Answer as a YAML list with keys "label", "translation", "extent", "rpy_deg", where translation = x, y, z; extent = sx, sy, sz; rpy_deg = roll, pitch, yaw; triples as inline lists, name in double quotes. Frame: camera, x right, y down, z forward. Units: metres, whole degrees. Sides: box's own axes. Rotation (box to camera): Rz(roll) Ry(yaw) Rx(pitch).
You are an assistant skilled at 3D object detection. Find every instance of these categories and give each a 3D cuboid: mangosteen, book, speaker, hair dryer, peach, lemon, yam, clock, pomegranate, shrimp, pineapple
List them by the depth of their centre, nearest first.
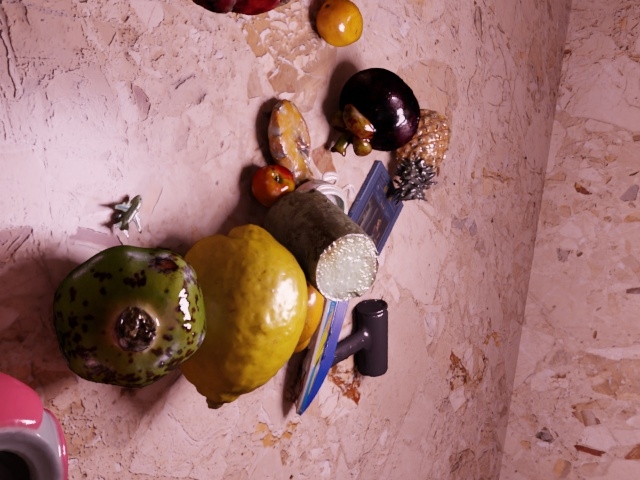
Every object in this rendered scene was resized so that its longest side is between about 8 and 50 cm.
- label: "speaker"
  translation: [-0.485, 0.317, 1.041]
  extent: [0.294, 0.294, 0.294]
  rpy_deg: [-15, 108, -54]
- label: "pomegranate"
  translation: [-0.306, 0.126, 1.279]
  extent: [0.254, 0.270, 0.254]
  rpy_deg: [-1, 93, -20]
- label: "lemon"
  translation: [-0.158, 0.139, 1.492]
  extent: [0.285, 0.286, 0.316]
  rpy_deg: [36, 41, -53]
- label: "yam"
  translation: [0.000, 0.000, 1.610]
  extent: [0.161, 0.268, 0.161]
  rpy_deg: [-15, 125, -22]
- label: "peach"
  translation: [-0.103, -0.115, 1.688]
  extent: [0.101, 0.101, 0.100]
  rpy_deg: [-15, 108, -54]
- label: "clock"
  translation: [-0.011, -0.071, 1.773]
  extent: [0.191, 0.062, 0.151]
  rpy_deg: [-48, 139, 10]
- label: "shrimp"
  translation: [-0.045, -0.184, 1.791]
  extent: [0.164, 0.062, 0.316]
  rpy_deg: [-64, 144, -38]
- label: "mangosteen"
  translation: [0.119, -0.297, 1.910]
  extent: [0.250, 0.211, 0.211]
  rpy_deg: [-40, 135, -5]
- label: "hair dryer"
  translation: [0.084, 0.281, 2.063]
  extent: [0.251, 0.089, 0.197]
  rpy_deg: [-18, 113, -44]
- label: "book"
  translation: [0.139, -0.056, 2.114]
  extent: [0.269, 0.025, 0.191]
  rpy_deg: [-61, 141, -28]
- label: "pineapple"
  translation: [0.268, -0.215, 2.141]
  extent: [0.158, 0.158, 0.278]
  rpy_deg: [43, 53, -51]

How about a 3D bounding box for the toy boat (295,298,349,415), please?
- label: "toy boat"
  translation: [-0.012, 0.277, 1.888]
  extent: [0.129, 0.088, 0.295]
  rpy_deg: [130, -23, -82]

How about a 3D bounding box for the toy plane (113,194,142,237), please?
- label: "toy plane"
  translation: [-0.341, -0.048, 1.398]
  extent: [0.080, 0.033, 0.083]
  rpy_deg: [52, 47, -46]

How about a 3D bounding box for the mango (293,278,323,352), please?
- label: "mango"
  translation: [-0.061, 0.156, 1.737]
  extent: [0.295, 0.120, 0.177]
  rpy_deg: [109, -3, -66]

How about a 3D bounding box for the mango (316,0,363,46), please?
- label: "mango"
  translation: [0.052, -0.515, 1.844]
  extent: [0.165, 0.089, 0.115]
  rpy_deg: [-34, 125, -52]

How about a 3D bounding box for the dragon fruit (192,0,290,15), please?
- label: "dragon fruit"
  translation: [-0.146, -0.546, 1.359]
  extent: [0.329, 0.329, 0.329]
  rpy_deg: [-15, 108, -54]
